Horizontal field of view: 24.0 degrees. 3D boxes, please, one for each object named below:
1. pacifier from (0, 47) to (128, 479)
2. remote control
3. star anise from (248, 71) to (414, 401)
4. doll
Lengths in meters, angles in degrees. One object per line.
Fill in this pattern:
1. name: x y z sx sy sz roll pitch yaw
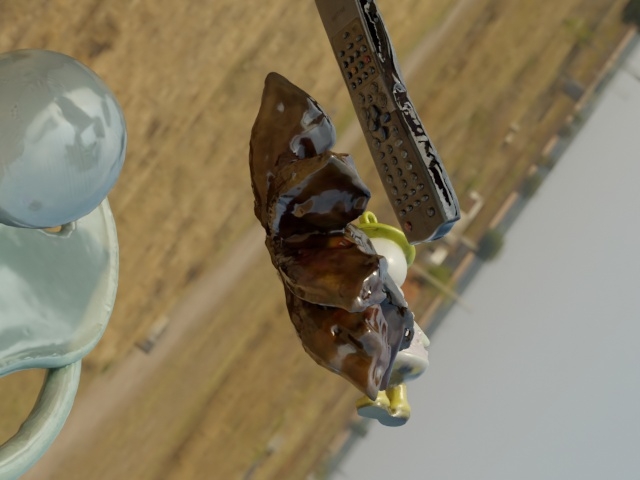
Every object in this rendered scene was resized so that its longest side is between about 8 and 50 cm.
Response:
1. pacifier: -0.206 -0.008 0.852 0.269 0.288 0.343 -27 -172 40
2. remote control: 0.047 -0.099 1.088 0.028 0.212 0.059 -14 169 -36
3. star anise: 0.000 0.000 0.717 0.057 0.168 0.168 -25 174 -1
4. doll: 0.053 0.065 1.390 0.081 0.129 0.207 -26 -123 36
